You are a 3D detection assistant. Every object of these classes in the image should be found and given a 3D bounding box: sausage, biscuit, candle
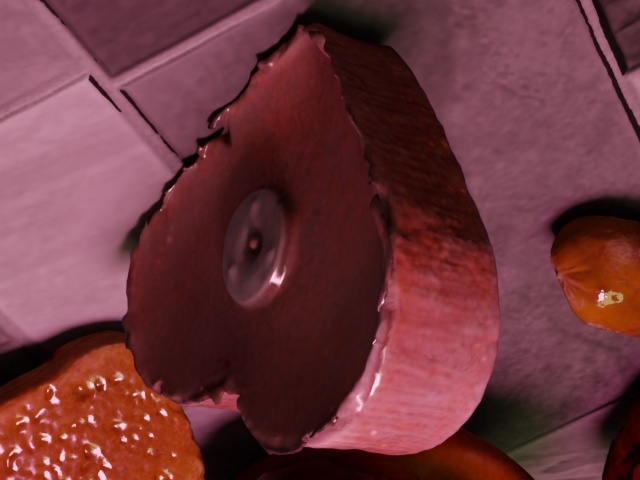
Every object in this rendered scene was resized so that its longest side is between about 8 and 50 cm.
[{"bbox_3d":[0.297,0.050,1.531,0.109,0.109,0.270,-41,139,26],"label":"sausage"},{"bbox_3d":[-0.210,0.231,1.435,0.277,0.052,0.262,-36,115,-16],"label":"biscuit"},{"bbox_3d":[0.000,0.000,1.237,0.131,0.287,0.317,9,177,-37],"label":"candle"}]

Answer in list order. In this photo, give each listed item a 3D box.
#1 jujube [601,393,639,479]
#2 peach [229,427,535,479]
[{"bbox_3d":[0.391,0.194,1.682,0.290,0.197,0.197,-50,136,12],"label":"jujube"},{"bbox_3d":[0.029,0.321,1.557,0.406,0.335,0.310,-25,137,15],"label":"peach"}]
